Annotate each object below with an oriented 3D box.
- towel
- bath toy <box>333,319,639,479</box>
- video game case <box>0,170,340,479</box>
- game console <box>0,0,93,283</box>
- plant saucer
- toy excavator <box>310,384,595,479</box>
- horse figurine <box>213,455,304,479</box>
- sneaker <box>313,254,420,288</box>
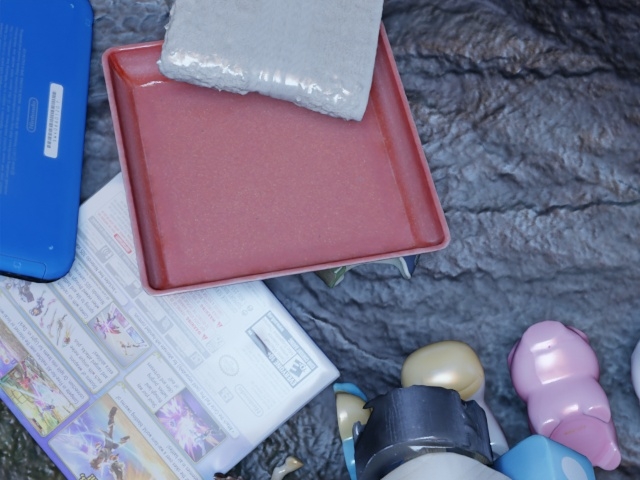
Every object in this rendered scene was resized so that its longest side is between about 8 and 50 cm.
[{"bbox_3d":[-0.032,-0.247,1.171,0.187,0.049,0.282,12,67,-5],"label":"towel"},{"bbox_3d":[0.190,0.135,1.146,0.348,0.129,0.151,-15,114,2],"label":"bath toy"},{"bbox_3d":[-0.160,0.097,1.187,0.244,0.061,0.269,-40,86,-3],"label":"video game case"},{"bbox_3d":[-0.358,-0.099,1.177,0.250,0.173,0.293,14,65,-31],"label":"game console"},{"bbox_3d":[-0.044,-0.072,1.146,0.259,0.047,0.259,-9,59,-9],"label":"plant saucer"},{"bbox_3d":[0.218,0.285,1.020,0.445,0.222,0.433,27,127,-27],"label":"toy excavator"},{"bbox_3d":[-0.008,0.309,1.165,0.263,0.066,0.174,35,89,-3],"label":"horse figurine"},{"bbox_3d":[0.000,0.000,1.186,0.192,0.064,0.086,-1,81,-2],"label":"sneaker"}]
